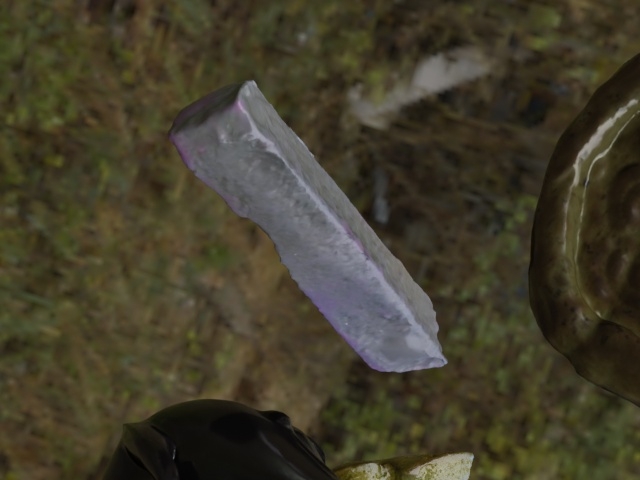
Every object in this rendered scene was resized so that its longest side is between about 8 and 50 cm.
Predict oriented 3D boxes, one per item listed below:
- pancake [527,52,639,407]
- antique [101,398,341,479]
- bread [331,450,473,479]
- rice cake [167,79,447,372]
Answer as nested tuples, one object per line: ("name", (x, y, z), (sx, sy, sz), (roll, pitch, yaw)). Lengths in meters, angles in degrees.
("pancake", (0.241, -0.013, 0.978), (0.250, 0.250, 0.031), (-70, 156, -14))
("antique", (-0.028, 0.233, 1.223), (0.185, 0.255, 0.322), (-50, 132, -13))
("bread", (0.089, 0.252, 1.733), (0.187, 0.149, 0.065), (52, 26, -73))
("rice cake", (0.000, -0.001, 1.303), (0.399, 0.070, 0.064), (50, 25, -53))
